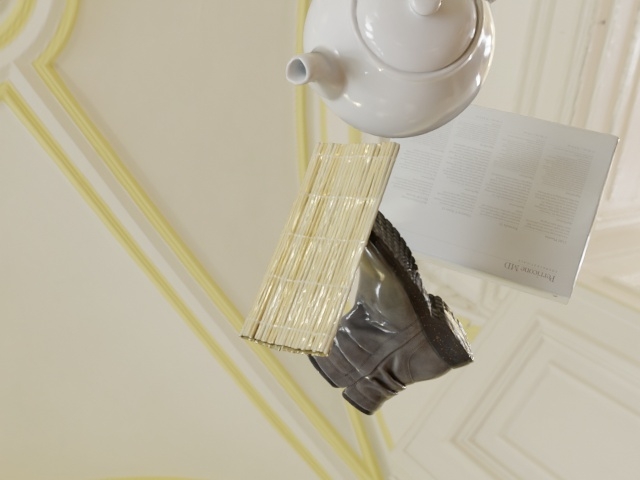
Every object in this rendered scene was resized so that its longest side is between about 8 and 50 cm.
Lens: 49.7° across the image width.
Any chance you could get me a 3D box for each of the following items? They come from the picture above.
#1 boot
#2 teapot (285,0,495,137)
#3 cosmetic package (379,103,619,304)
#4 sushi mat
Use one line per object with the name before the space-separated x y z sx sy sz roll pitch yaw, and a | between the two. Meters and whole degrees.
boot | 0.059 0.111 1.040 0.222 0.118 0.338 -30 -76 17
teapot | 0.106 -0.250 0.812 0.252 0.187 0.256 16 -97 -6
cosmetic package | 0.288 -0.081 1.218 0.284 0.377 0.097 -69 -20 -9
sushi mat | 0.000 0.000 0.930 0.019 0.151 0.317 45 -122 -46
